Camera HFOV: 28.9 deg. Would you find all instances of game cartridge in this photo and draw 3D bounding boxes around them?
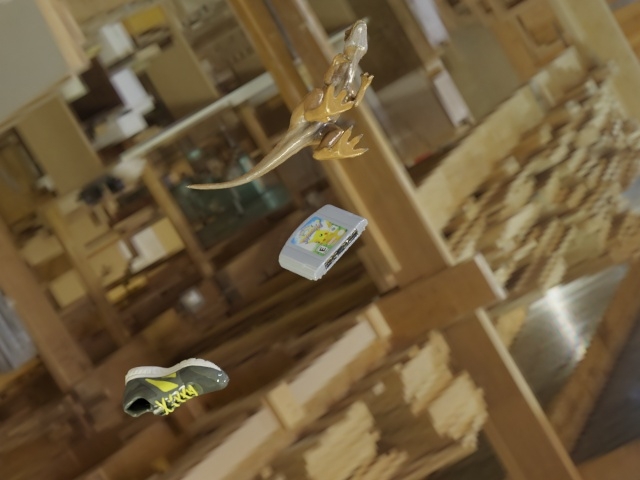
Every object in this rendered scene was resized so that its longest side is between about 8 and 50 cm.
[{"bbox_3d":[0.000,0.000,1.198,0.056,0.017,0.083,20,-124,38],"label":"game cartridge"}]

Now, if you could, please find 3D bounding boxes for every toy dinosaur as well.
[{"bbox_3d":[-0.010,-0.097,1.083,0.211,0.064,0.112,-48,-156,-8],"label":"toy dinosaur"}]

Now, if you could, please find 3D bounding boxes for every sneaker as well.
[{"bbox_3d":[-0.102,0.107,0.869,0.083,0.031,0.035,-11,-135,25],"label":"sneaker"}]
